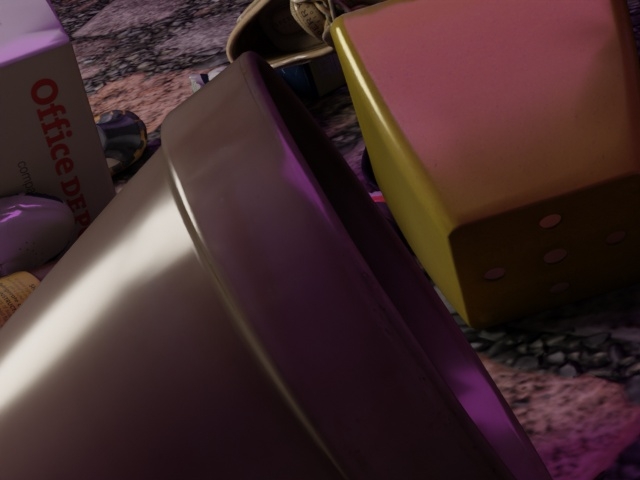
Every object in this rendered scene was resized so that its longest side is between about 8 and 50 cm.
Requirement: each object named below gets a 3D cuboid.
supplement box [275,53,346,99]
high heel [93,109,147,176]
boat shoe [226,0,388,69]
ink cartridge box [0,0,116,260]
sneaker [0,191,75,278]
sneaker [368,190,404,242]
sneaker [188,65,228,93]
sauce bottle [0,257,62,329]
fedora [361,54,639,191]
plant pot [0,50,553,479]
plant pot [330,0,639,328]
[{"bbox_3d":[-0.003,-0.215,1.589,0.083,0.056,0.083,-30,28,-22],"label":"supplement box"},{"bbox_3d":[-0.321,-0.068,1.517,0.261,0.093,0.186,-25,3,12],"label":"high heel"},{"bbox_3d":[0.023,-0.249,1.399,0.110,0.122,0.341,-45,14,-33],"label":"boat shoe"},{"bbox_3d":[-0.398,-0.052,1.213,0.394,0.286,0.166,-23,49,-14],"label":"ink cartridge box"},{"bbox_3d":[-0.298,0.069,1.147,0.235,0.094,0.153,-30,46,-4],"label":"sneaker"},{"bbox_3d":[0.000,0.000,1.153,0.157,0.061,0.065,-15,32,8],"label":"sneaker"},{"bbox_3d":[-0.088,-0.148,1.487,0.094,0.090,0.235,-11,26,-7],"label":"sneaker"},{"bbox_3d":[-0.232,0.079,1.064,0.344,0.111,0.111,-23,24,-31],"label":"sauce bottle"},{"bbox_3d":[0.167,-0.163,1.256,0.334,0.153,0.334,-15,25,7],"label":"fedora"},{"bbox_3d":[-0.060,0.103,0.742,0.280,0.323,0.323,-33,24,6],"label":"plant pot"},{"bbox_3d":[0.146,-0.060,0.992,0.212,0.212,0.187,-17,55,3],"label":"plant pot"}]
